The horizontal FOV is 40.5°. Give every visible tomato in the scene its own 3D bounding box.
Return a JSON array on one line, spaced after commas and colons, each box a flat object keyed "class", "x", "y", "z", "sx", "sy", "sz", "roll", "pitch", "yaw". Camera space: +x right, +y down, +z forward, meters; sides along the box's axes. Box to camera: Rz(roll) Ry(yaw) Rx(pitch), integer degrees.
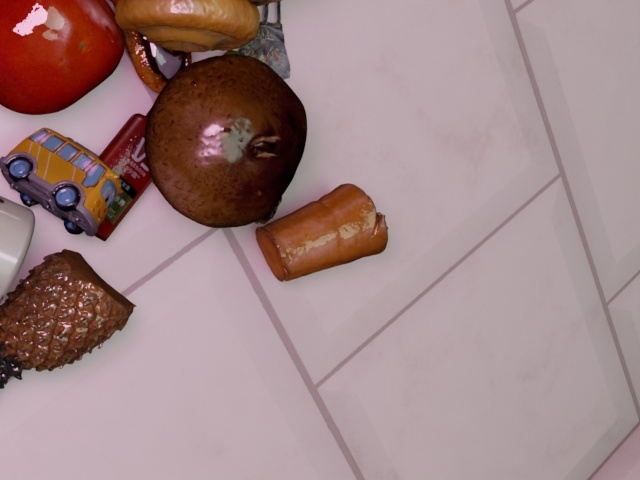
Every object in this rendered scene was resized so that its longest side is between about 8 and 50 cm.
[{"class": "tomato", "x": -0.479, "y": -0.356, "z": 1.509, "sx": 0.298, "sy": 0.226, "sz": 0.299, "roll": -34, "pitch": 134, "yaw": -45}]

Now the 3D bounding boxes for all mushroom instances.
[{"class": "mushroom", "x": -0.178, "y": -0.202, "z": 1.730, "sx": 0.334, "sy": 0.356, "sz": 0.331, "roll": 22, "pitch": 100, "yaw": -14}]

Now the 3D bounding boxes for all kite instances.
[{"class": "kite", "x": -0.121, "y": -0.465, "z": 1.884, "sx": 0.141, "sy": 0.015, "sz": 0.245, "roll": -5, "pitch": 105, "yaw": -36}]

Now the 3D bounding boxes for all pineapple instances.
[{"class": "pineapple", "x": -0.540, "y": 0.185, "z": 1.626, "sx": 0.362, "sy": 0.202, "sz": 0.202, "roll": -43, "pitch": 121, "yaw": -5}]

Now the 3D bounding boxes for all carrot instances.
[{"class": "carrot", "x": 0.000, "y": 0.000, "z": 1.961, "sx": 0.254, "sy": 0.196, "sz": 0.196, "roll": -28, "pitch": 114, "yaw": -23}]

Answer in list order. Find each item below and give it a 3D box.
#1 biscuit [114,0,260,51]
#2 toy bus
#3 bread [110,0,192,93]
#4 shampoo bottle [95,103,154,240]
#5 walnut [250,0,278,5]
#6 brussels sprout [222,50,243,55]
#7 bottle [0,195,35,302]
[{"class": "biscuit", "x": -0.224, "y": -0.396, "z": 1.571, "sx": 0.274, "sy": 0.213, "sz": 0.091, "roll": 3, "pitch": 88, "yaw": -59}, {"class": "toy bus", "x": -0.470, "y": -0.112, "z": 1.598, "sx": 0.209, "sy": 0.126, "sz": 0.136, "roll": 32, "pitch": 67, "yaw": 9}, {"class": "bread", "x": -0.339, "y": -0.415, "z": 1.701, "sx": 0.139, "sy": 0.095, "sz": 0.269, "roll": -41, "pitch": 110, "yaw": -39}, {"class": "shampoo bottle", "x": -0.380, "y": -0.151, "z": 1.726, "sx": 0.118, "sy": 0.076, "sz": 0.314, "roll": 44, "pitch": 73, "yaw": -31}, {"class": "walnut", "x": -0.135, "y": -0.627, "z": 1.621, "sx": 0.383, "sy": 0.383, "sz": 0.384, "roll": -8, "pitch": 104, "yaw": -34}, {"class": "brussels sprout", "x": -0.192, "y": -0.362, "z": 1.835, "sx": 0.051, "sy": 0.046, "sz": 0.083, "roll": 15, "pitch": 91, "yaw": -30}, {"class": "bottle", "x": -0.681, "y": -0.035, "z": 1.463, "sx": 0.351, "sy": 0.229, "sz": 0.229, "roll": 29, "pitch": 82, "yaw": -28}]
